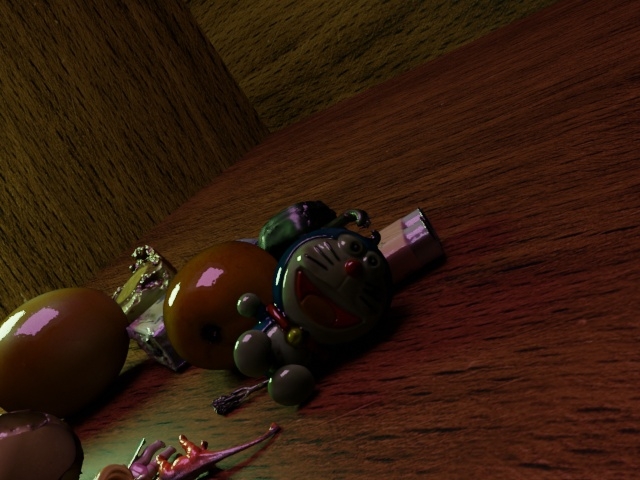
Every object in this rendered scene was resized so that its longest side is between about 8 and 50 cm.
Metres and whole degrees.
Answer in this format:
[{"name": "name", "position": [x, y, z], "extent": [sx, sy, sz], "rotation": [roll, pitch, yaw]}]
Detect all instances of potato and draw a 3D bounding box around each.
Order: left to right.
[{"name": "potato", "position": [-0.570, 0.423, 1.771], "extent": [0.285, 0.242, 0.242], "rotation": [-55, 17, -6]}]

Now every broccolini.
[{"name": "broccolini", "position": [-0.124, 0.264, 1.680], "extent": [0.140, 0.030, 0.035], "rotation": [-27, -22, 8]}]

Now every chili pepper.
[{"name": "chili pepper", "position": [0.000, 0.000, 2.015], "extent": [0.261, 0.174, 0.165], "rotation": [-30, -11, 21]}]

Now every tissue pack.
[{"name": "tissue pack", "position": [-0.258, 0.141, 2.186], "extent": [0.343, 0.125, 0.242], "rotation": [-41, 16, -19]}]

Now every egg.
[{"name": "egg", "position": [-0.606, 0.261, 2.235], "extent": [0.351, 0.282, 0.282], "rotation": [-40, 14, -10]}]

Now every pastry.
[{"name": "pastry", "position": [-0.446, 0.159, 2.502], "extent": [0.237, 0.170, 0.256], "rotation": [-55, 23, 2]}]

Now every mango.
[{"name": "mango", "position": [-0.182, 0.122, 1.892], "extent": [0.264, 0.221, 0.378], "rotation": [-49, 3, 3]}]

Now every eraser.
[{"name": "eraser", "position": [0.081, 0.055, 1.780], "extent": [0.290, 0.087, 0.171], "rotation": [-32, 15, 10]}]

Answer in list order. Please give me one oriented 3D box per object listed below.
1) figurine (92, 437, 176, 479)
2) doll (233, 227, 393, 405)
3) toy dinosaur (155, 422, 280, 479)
[{"name": "figurine", "position": [-0.316, 0.385, 1.590], "extent": [0.083, 0.083, 0.187], "rotation": [-19, 13, 46]}, {"name": "doll", "position": [-0.007, 0.107, 1.590], "extent": [0.322, 0.198, 0.186], "rotation": [-45, 2, -7]}, {"name": "toy dinosaur", "position": [-0.193, 0.341, 1.509], "extent": [0.279, 0.055, 0.101], "rotation": [-32, 23, 0]}]
